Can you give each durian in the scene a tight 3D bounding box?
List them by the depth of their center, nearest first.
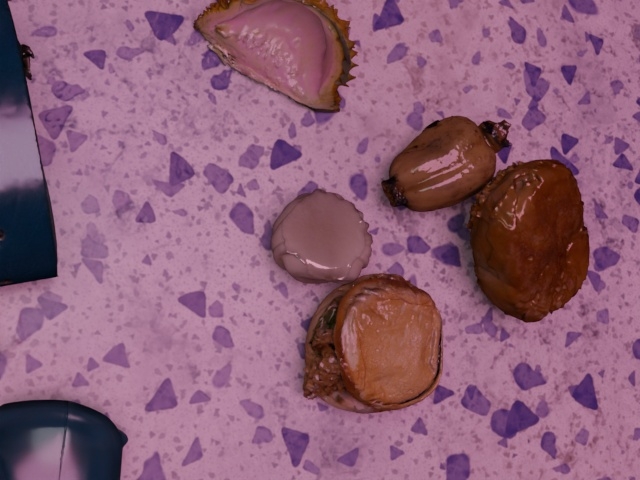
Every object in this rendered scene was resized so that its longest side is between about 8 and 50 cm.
[{"bbox_3d":[-0.041,-0.363,1.429,0.305,0.196,0.185,38,68,-9],"label":"durian"}]

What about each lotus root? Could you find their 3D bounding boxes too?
[{"bbox_3d":[0.228,-0.143,1.523,0.257,0.140,0.154,-27,82,-13],"label":"lotus root"}]

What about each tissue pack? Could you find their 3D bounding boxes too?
[{"bbox_3d":[-0.396,0.385,1.225,0.206,0.198,0.287,6,80,-16],"label":"tissue pack"}]

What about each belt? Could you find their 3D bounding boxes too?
[{"bbox_3d":[-0.492,-0.145,1.192,0.173,0.300,0.436,-7,84,-21],"label":"belt"}]

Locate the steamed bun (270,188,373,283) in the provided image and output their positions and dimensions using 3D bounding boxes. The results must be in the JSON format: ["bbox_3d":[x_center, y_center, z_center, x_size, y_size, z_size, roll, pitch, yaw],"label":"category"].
[{"bbox_3d":[0.000,0.000,1.446,0.183,0.106,0.182,6,68,-14],"label":"steamed bun"}]

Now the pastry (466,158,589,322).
[{"bbox_3d":[0.381,-0.008,1.533,0.255,0.162,0.310,-30,119,-27],"label":"pastry"}]

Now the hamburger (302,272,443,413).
[{"bbox_3d":[0.094,0.188,1.444,0.286,0.146,0.243,-44,105,-24],"label":"hamburger"}]
